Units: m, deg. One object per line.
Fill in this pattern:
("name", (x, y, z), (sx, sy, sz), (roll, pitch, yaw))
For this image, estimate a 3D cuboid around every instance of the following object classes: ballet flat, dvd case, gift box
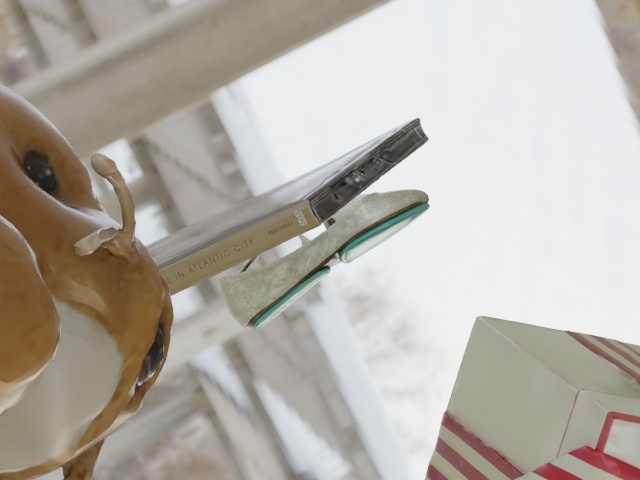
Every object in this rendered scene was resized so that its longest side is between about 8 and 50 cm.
("ballet flat", (0.000, 0.000, 1.334), (0.052, 0.168, 0.057), (55, -4, 10))
("dvd case", (-0.066, 0.007, 0.893), (0.018, 0.221, 0.164), (62, 26, -6))
("gift box", (0.210, 0.218, 1.370), (0.258, 0.276, 0.255), (-142, -119, -63))

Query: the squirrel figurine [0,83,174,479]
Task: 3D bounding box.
("squirrel figurine", (-0.244, 0.008, 0.544), (0.397, 0.370, 0.281), (14, -71, 22))
